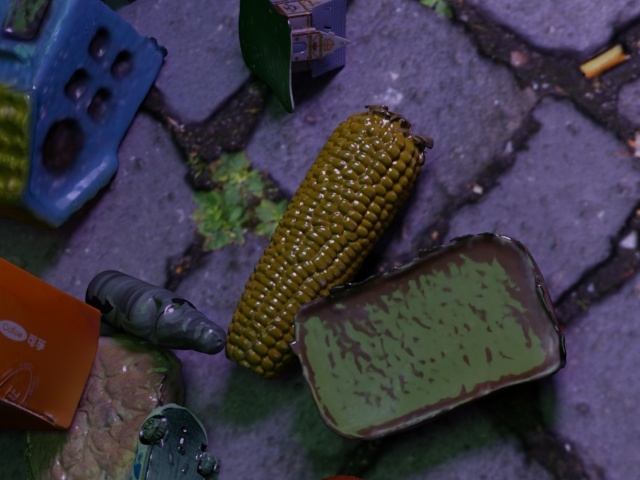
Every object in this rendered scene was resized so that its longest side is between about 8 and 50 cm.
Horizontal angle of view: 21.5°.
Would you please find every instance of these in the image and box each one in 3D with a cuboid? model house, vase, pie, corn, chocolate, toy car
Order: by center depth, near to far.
[{"bbox_3d":[0.109,0.096,1.637,0.261,0.083,0.161,-20,77,17],"label":"chocolate"},{"bbox_3d":[-0.156,0.251,1.679,0.058,0.093,0.186,-26,41,36],"label":"toy car"},{"bbox_3d":[0.000,0.000,1.720,0.106,0.106,0.305,29,83,33],"label":"corn"},{"bbox_3d":[-0.167,0.080,1.755,0.211,0.060,0.060,19,75,48],"label":"vase"},{"bbox_3d":[-0.236,0.196,1.770,0.185,0.052,0.218,7,71,27],"label":"pie"},{"bbox_3d":[-0.022,-0.225,1.848,0.088,0.117,0.167,-12,31,-19],"label":"model house"},{"bbox_3d":[-0.355,-0.155,1.907,0.237,0.215,0.303,15,79,30],"label":"model house"}]

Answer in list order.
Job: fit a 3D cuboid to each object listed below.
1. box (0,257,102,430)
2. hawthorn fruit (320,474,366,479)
[{"bbox_3d":[-0.430,0.099,1.776,0.341,0.225,0.143,-3,66,36],"label":"box"},{"bbox_3d":[0.043,0.339,1.488,0.207,0.207,0.243,13,75,30],"label":"hawthorn fruit"}]
